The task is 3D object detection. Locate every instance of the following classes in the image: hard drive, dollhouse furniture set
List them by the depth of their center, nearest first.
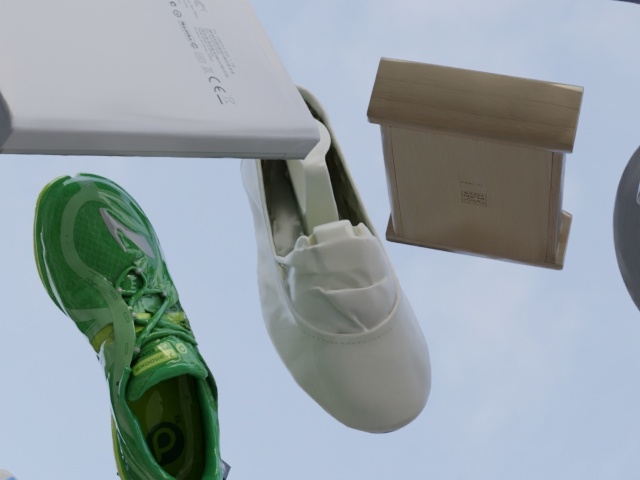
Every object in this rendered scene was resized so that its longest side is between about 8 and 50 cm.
[{"bbox_3d":[0.185,-0.156,1.200,0.286,0.303,0.198,10,-23,10],"label":"dollhouse furniture set"},{"bbox_3d":[-0.160,-0.154,1.342,0.040,0.308,0.203,-48,-122,36],"label":"hard drive"}]

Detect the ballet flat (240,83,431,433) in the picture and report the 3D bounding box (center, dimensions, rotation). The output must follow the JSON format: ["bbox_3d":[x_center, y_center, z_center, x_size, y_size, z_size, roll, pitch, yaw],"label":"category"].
[{"bbox_3d":[0.000,0.000,1.546,0.139,0.400,0.139,-10,-44,-10],"label":"ballet flat"}]

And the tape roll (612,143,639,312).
[{"bbox_3d":[0.364,-0.006,1.462,0.219,0.072,0.219,16,-69,49],"label":"tape roll"}]

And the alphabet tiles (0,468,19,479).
[{"bbox_3d":[-0.328,0.255,1.524,0.284,0.278,0.021,43,-82,6],"label":"alphabet tiles"}]

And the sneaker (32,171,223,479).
[{"bbox_3d":[-0.139,0.079,1.334,0.123,0.109,0.295,-11,-79,63],"label":"sneaker"}]

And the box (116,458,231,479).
[{"bbox_3d":[-0.132,0.206,1.480,0.067,0.018,0.083,43,-55,-17],"label":"box"}]
